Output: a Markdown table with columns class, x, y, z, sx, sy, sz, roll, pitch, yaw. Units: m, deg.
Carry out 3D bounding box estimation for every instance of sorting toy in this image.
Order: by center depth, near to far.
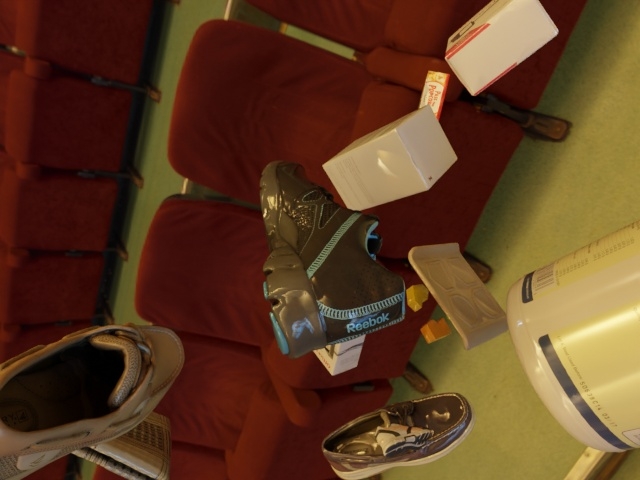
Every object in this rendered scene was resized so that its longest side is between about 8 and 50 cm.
| class | x | y | z | sx | sy | sz | roll | pitch | yaw |
| --- | --- | --- | --- | --- | --- | --- | --- | --- | --- |
| sorting toy | 0.264 | 0.115 | 0.920 | 0.041 | 0.307 | 0.229 | -45 | 63 | 37 |

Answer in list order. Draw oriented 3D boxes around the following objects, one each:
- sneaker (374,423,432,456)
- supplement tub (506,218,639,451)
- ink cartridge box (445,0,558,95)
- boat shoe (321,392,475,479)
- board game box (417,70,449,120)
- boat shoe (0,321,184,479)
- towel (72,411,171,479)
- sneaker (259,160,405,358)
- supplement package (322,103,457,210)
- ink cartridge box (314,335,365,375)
| class | x | y | z | sx | sy | sz | roll | pitch | yaw |
| --- | --- | --- | --- | --- | --- | --- | --- | --- | --- |
| sneaker | 0.130 | 0.301 | 0.688 | 0.044 | 0.109 | 0.040 | 43 | 115 | 49 |
| supplement tub | 0.414 | 0.083 | 0.495 | 0.325 | 0.235 | 0.235 | -38 | 60 | 37 |
| ink cartridge box | 0.349 | -0.407 | 0.884 | 0.172 | 0.237 | 0.100 | -35 | 106 | 32 |
| boat shoe | 0.135 | 0.345 | 0.794 | 0.285 | 0.092 | 0.103 | -25 | 43 | 12 |
| board game box | 0.221 | -0.242 | 0.936 | 0.045 | 0.147 | 0.193 | 13 | 102 | 8 |
| boat shoe | -0.226 | 0.150 | 0.469 | 0.110 | 0.341 | 0.121 | -31 | 87 | 10 |
| towel | -0.463 | 0.380 | 0.951 | 0.056 | 0.324 | 0.312 | -58 | 16 | -8 |
| sneaker | 0.000 | 0.000 | 0.553 | 0.341 | 0.139 | 0.125 | -105 | 6 | -52 |
| supplement package | 0.112 | -0.130 | 0.738 | 0.179 | 0.105 | 0.105 | -14 | 112 | 52 |
| ink cartridge box | 0.026 | 0.148 | 0.765 | 0.099 | 0.056 | 0.135 | 43 | 135 | 42 |
